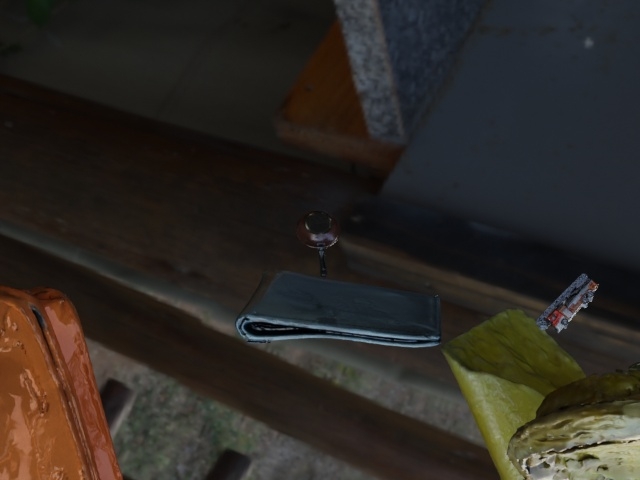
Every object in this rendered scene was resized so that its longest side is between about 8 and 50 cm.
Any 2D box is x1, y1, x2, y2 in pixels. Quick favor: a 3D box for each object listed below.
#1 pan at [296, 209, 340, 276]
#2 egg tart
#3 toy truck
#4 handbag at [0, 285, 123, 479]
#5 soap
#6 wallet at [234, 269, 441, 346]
[{"bbox_3d":[0.000,0.000,1.596,0.023,0.069,0.115,97,-13,-61],"label":"pan"},{"bbox_3d":[0.360,0.218,1.225,0.291,0.291,0.107,58,28,-58],"label":"egg tart"},{"bbox_3d":[0.285,0.075,1.204,0.083,0.032,0.024,-47,165,-6],"label":"toy truck"},{"bbox_3d":[-0.414,0.275,1.320,0.116,0.304,0.409,-1,74,-80],"label":"handbag"},{"bbox_3d":[0.360,0.308,1.609,0.306,0.115,0.427,-22,82,-56],"label":"soap"},{"bbox_3d":[0.034,0.107,1.549,0.251,0.291,0.054,-58,155,-76],"label":"wallet"}]
